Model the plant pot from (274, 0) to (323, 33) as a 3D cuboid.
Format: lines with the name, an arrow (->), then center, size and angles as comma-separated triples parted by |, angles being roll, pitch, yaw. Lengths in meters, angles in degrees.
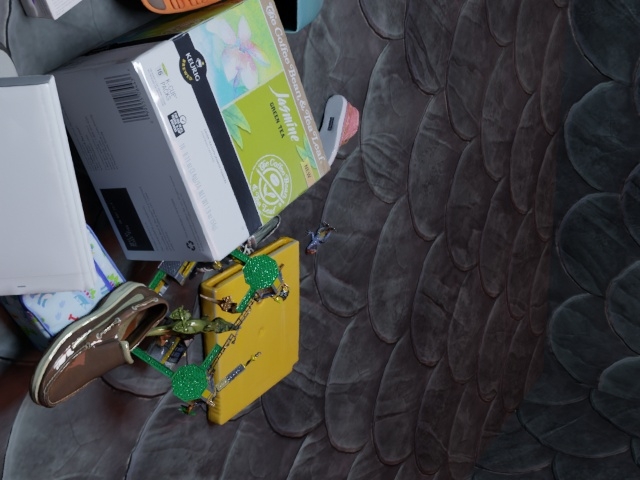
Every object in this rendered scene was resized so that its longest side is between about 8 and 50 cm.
plant pot -> -0.078, -0.475, 1.657 | 0.234, 0.166, 0.165 | -48, 143, -63

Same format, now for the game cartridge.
game cartridge -> -0.143, 0.186, 1.962 | 0.285, 0.053, 0.323 | -31, 131, -49

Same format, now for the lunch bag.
lunch bag -> -0.400, 0.076, 1.460 | 0.176, 0.090, 0.219 | -57, 146, -31

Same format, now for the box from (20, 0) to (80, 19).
box -> -0.318, -0.440, 1.382 | 0.324, 0.063, 0.067 | -51, 142, -33

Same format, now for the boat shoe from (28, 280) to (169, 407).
boat shoe -> -0.332, 0.161, 1.426 | 0.257, 0.095, 0.095 | -51, 147, -34

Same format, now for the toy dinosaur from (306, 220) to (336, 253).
toy dinosaur -> 0.000, 0.000, 2.113 | 0.082, 0.047, 0.090 | -51, 157, -3

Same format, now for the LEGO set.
LEGO set -> -0.205, 0.135, 1.631 | 0.192, 0.255, 0.331 | 70, 43, -71

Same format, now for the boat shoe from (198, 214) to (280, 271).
boat shoe -> -0.162, -0.005, 1.818 | 0.219, 0.070, 0.077 | -42, 136, -42

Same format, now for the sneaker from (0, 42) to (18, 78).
sneaker -> -0.432, -0.150, 1.289 | 0.100, 0.108, 0.271 | -34, 129, -45

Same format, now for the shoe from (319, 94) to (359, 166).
shoe -> 0.036, -0.225, 2.043 | 0.081, 0.063, 0.178 | 26, 77, -53

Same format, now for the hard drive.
hard drive -> -0.431, -0.066, 1.252 | 0.040, 0.203, 0.307 | -90, 177, -60

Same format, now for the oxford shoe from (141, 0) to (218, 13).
oxford shoe -> -0.155, -0.489, 1.462 | 0.364, 0.133, 0.130 | -39, 149, -16

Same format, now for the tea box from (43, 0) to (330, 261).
tea box -> -0.197, -0.183, 1.480 | 0.323, 0.220, 0.329 | -44, 123, -43
